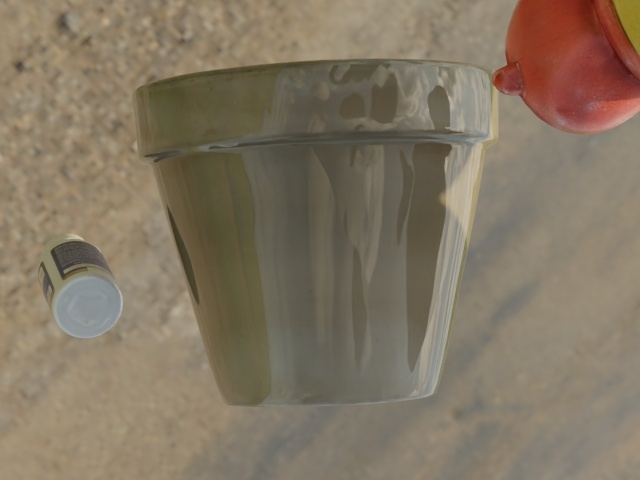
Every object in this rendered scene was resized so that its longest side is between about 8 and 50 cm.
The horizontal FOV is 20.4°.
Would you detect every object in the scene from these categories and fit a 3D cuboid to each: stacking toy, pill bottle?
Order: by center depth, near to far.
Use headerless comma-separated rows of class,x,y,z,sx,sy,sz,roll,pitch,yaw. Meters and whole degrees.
stacking toy,0.224,-0.168,1.093,0.309,0.279,0.130,15,149,-43
pill bottle,-0.230,0.039,1.680,0.067,0.120,0.067,-7,115,-16

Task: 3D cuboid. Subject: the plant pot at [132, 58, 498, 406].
plant pot,0.000,0.000,1.554,0.323,0.323,0.280,0,88,-57
